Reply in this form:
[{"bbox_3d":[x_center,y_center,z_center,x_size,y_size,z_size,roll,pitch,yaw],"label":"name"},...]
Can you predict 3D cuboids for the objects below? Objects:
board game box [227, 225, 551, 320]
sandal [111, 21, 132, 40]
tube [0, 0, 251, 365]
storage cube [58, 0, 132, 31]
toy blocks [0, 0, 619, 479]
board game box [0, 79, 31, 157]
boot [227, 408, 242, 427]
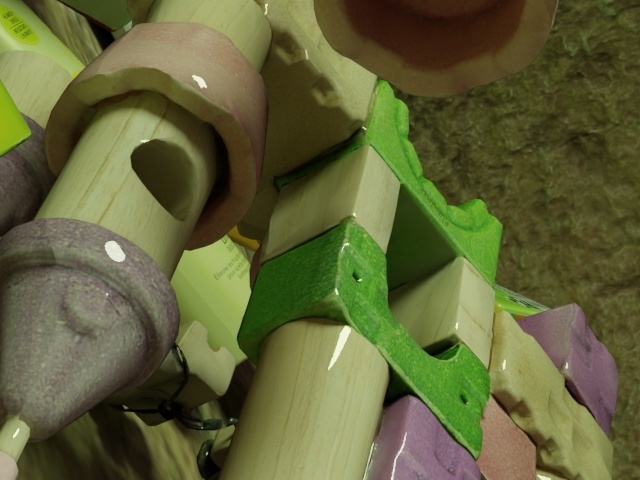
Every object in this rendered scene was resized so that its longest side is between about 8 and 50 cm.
[{"bbox_3d":[0.000,0.000,0.879,0.259,0.039,0.124,28,6,25],"label":"board game box"},{"bbox_3d":[-0.134,-0.260,1.149,0.169,0.102,0.416,50,15,-55],"label":"sandal"},{"bbox_3d":[-0.108,-0.041,0.767,0.240,0.062,0.070,53,-34,-8],"label":"tube"},{"bbox_3d":[-0.118,-0.245,0.784,0.193,0.215,0.183,60,17,21],"label":"storage cube"},{"bbox_3d":[-0.003,0.063,0.526,0.288,0.309,0.260,49,35,-26],"label":"toy blocks"},{"bbox_3d":[-0.133,-0.007,0.365,0.043,0.092,0.181,60,8,-9],"label":"board game box"},{"bbox_3d":[0.136,0.274,0.887,0.445,0.146,0.367,60,17,14],"label":"boot"}]
